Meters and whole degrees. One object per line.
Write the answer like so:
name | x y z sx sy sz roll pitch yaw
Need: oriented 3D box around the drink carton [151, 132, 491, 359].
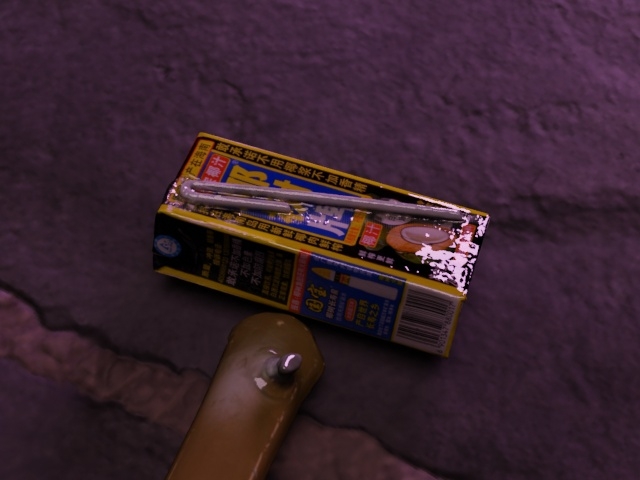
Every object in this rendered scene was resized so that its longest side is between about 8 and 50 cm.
drink carton | 0.000 0.000 0.821 0.166 0.056 0.071 16 42 5

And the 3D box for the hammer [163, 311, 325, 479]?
hammer | -0.068 0.155 0.731 0.202 0.113 0.305 25 56 6
